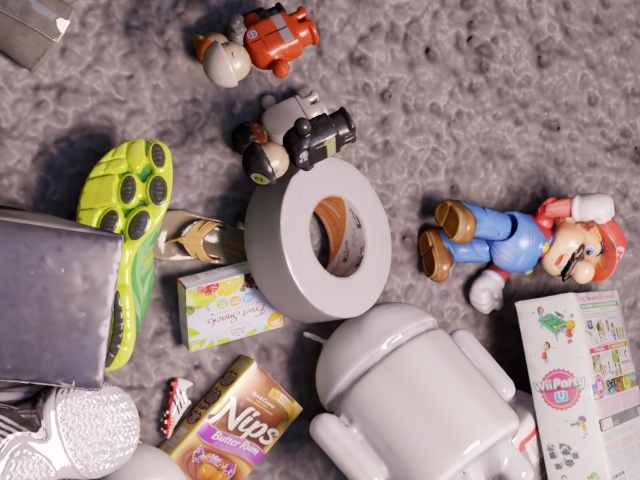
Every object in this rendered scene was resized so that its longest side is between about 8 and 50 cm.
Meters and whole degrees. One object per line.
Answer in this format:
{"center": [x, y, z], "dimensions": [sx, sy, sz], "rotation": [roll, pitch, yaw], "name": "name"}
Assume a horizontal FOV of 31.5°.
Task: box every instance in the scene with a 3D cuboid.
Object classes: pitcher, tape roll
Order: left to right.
{"center": [-0.264, 0.308, 1.402], "dimensions": [0.177, 0.207, 0.125], "rotation": [2, 94, -26], "name": "pitcher"}
{"center": [0.000, 0.000, 1.533], "dimensions": [0.219, 0.072, 0.219], "rotation": [11, 74, -45], "name": "tape roll"}

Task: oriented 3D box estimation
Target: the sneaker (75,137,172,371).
{"center": [-0.257, 0.013, 1.423], "dimensions": [0.109, 0.123, 0.295], "rotation": [14, 92, -7], "name": "sneaker"}

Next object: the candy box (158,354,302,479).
{"center": [-0.126, 0.262, 1.554], "dimensions": [0.187, 0.053, 0.109], "rotation": [-49, 113, -16], "name": "candy box"}

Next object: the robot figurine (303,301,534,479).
{"center": [0.129, 0.228, 1.551], "dimensions": [0.300, 0.200, 0.353], "rotation": [-25, 66, -33], "name": "robot figurine"}

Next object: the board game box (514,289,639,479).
{"center": [0.400, 0.230, 1.693], "dimensions": [0.224, 0.097, 0.303], "rotation": [3, 76, -59], "name": "board game box"}

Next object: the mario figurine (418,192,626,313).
{"center": [0.322, 0.018, 1.681], "dimensions": [0.320, 0.198, 0.170], "rotation": [1, 83, -23], "name": "mario figurine"}

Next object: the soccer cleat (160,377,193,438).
{"center": [-0.193, 0.227, 1.529], "dimensions": [0.035, 0.029, 0.083], "rotation": [10, 86, -23], "name": "soccer cleat"}

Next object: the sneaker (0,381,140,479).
{"center": [-0.410, 0.225, 1.296], "dimensions": [0.366, 0.210, 0.137], "rotation": [2, 83, -37], "name": "sneaker"}

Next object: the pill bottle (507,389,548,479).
{"center": [0.304, 0.383, 1.722], "dimensions": [0.161, 0.161, 0.283], "rotation": [-33, 109, -20], "name": "pill bottle"}

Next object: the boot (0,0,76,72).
{"center": [-0.381, -0.313, 1.320], "dimensions": [0.208, 0.076, 0.189], "rotation": [31, 125, -19], "name": "boot"}

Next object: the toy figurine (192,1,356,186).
{"center": [-0.069, -0.190, 1.449], "dimensions": [0.148, 0.209, 0.213], "rotation": [-26, 112, -8], "name": "toy figurine"}

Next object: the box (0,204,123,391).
{"center": [-0.408, 0.044, 1.253], "dimensions": [0.294, 0.296, 0.183], "rotation": [10, 90, -28], "name": "box"}

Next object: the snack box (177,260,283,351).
{"center": [-0.121, 0.084, 1.530], "dimensions": [0.141, 0.037, 0.100], "rotation": [-14, 122, -25], "name": "snack box"}

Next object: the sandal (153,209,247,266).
{"center": [-0.152, 0.003, 1.514], "dimensions": [0.180, 0.049, 0.072], "rotation": [13, 89, -27], "name": "sandal"}
